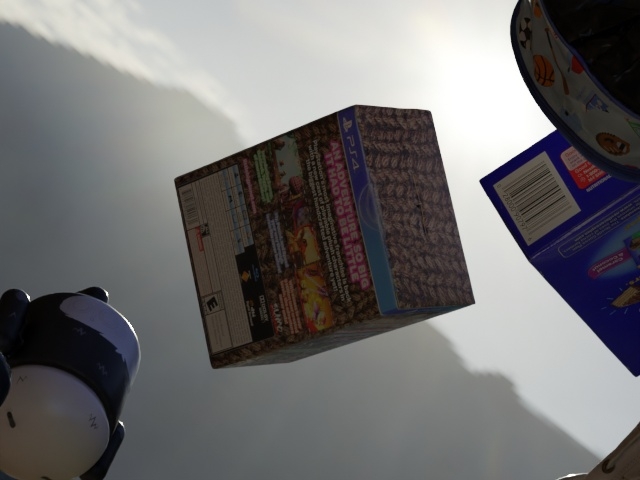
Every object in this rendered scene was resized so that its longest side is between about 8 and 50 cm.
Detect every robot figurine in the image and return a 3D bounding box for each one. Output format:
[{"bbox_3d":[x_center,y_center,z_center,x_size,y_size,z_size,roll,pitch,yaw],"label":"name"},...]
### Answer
[{"bbox_3d":[-0.323,0.175,2.401,0.209,0.278,0.173,24,-55,-5],"label":"robot figurine"}]

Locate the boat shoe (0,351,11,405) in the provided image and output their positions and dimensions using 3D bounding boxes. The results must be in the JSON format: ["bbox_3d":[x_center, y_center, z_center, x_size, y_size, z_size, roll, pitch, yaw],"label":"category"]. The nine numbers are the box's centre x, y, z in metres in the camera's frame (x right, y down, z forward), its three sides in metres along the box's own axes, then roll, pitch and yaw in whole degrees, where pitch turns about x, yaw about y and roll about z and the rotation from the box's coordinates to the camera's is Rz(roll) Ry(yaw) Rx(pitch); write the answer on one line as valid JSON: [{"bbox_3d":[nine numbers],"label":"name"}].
[{"bbox_3d":[-0.315,0.065,1.300,0.258,0.089,0.109,7,-54,21],"label":"boat shoe"}]

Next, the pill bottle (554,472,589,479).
[{"bbox_3d":[0.222,0.284,1.628,0.161,0.161,0.283,37,-6,11],"label":"pill bottle"}]

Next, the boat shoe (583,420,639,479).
[{"bbox_3d":[0.296,0.105,1.450,0.096,0.277,0.098,45,7,35],"label":"boat shoe"}]

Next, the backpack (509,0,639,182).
[{"bbox_3d":[0.292,-0.180,1.625,0.276,0.263,0.213,54,-28,19],"label":"backpack"}]

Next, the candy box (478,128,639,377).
[{"bbox_3d":[0.346,-0.027,1.926,0.317,0.268,0.122,44,16,-52],"label":"candy box"}]

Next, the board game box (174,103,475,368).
[{"bbox_3d":[0.000,0.000,2.223,0.291,0.232,0.141,-19,-12,39],"label":"board game box"}]
